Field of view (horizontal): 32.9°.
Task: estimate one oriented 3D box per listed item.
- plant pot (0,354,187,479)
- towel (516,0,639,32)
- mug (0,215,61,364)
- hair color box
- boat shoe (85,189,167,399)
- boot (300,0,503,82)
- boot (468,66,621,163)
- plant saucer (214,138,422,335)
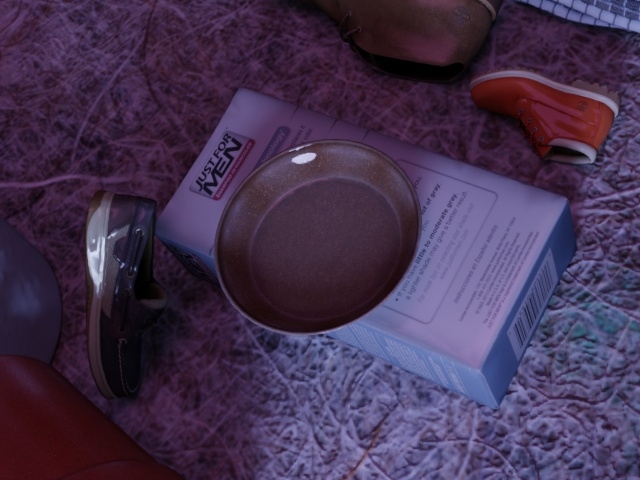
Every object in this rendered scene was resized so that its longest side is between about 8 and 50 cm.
[{"bbox_3d":[-0.250,0.255,0.964,0.272,0.272,0.265,-46,51,-9],"label":"plant pot"},{"bbox_3d":[0.337,-0.345,1.155,0.283,0.121,0.235,23,73,27],"label":"towel"},{"bbox_3d":[-0.486,0.078,1.079,0.276,0.328,0.374,24,73,28],"label":"mug"},{"bbox_3d":[0.040,-0.002,1.075,0.374,0.113,0.185,22,73,26],"label":"hair color box"},{"bbox_3d":[-0.190,0.060,1.080,0.073,0.224,0.080,3,21,7],"label":"boat shoe"},{"bbox_3d":[0.042,-0.263,1.224,0.305,0.112,0.115,19,81,24],"label":"boot"},{"bbox_3d":[0.220,-0.127,1.117,0.158,0.059,0.085,15,74,23],"label":"boot"},{"bbox_3d":[0.000,0.000,1.000,0.198,0.036,0.199,-8,63,16],"label":"plant saucer"}]
